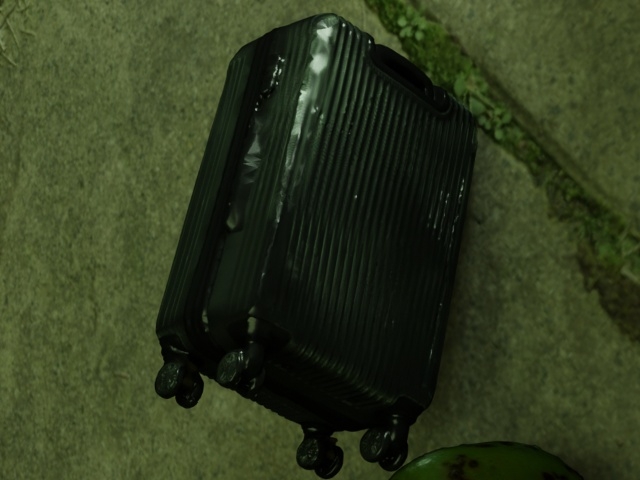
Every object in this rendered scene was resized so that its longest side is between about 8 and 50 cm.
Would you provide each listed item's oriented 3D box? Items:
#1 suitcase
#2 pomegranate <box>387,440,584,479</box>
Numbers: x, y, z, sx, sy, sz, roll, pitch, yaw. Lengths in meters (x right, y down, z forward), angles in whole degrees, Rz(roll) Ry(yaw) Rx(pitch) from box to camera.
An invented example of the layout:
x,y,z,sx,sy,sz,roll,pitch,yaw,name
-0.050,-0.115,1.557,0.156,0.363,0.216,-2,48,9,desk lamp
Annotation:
x,y,z,sx,sy,sz,roll,pitch,yaw,name
0.000,0.000,1.151,0.128,0.202,0.312,-14,54,46,suitcase
0.102,0.236,1.108,0.263,0.211,0.211,35,111,59,pomegranate
